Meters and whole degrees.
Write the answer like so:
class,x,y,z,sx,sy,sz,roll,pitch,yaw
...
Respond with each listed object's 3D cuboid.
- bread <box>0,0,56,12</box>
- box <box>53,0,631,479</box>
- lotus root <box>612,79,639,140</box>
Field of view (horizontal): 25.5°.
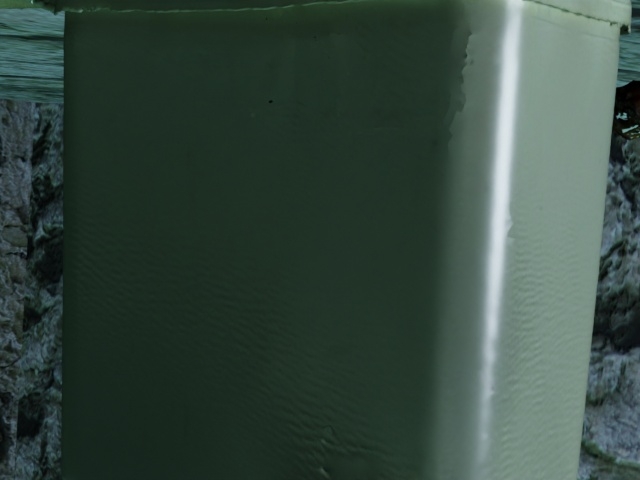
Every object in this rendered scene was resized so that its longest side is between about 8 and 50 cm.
class,x,y,z,sx,sy,sz,roll,pitch,yaw
bread,-0.236,-0.175,0.940,0.068,0.028,0.153,4,-178,18
box,0.000,0.000,0.883,0.352,0.344,0.177,5,-175,36
lotus root,0.344,-0.096,1.112,0.260,0.128,0.145,4,-168,-15
